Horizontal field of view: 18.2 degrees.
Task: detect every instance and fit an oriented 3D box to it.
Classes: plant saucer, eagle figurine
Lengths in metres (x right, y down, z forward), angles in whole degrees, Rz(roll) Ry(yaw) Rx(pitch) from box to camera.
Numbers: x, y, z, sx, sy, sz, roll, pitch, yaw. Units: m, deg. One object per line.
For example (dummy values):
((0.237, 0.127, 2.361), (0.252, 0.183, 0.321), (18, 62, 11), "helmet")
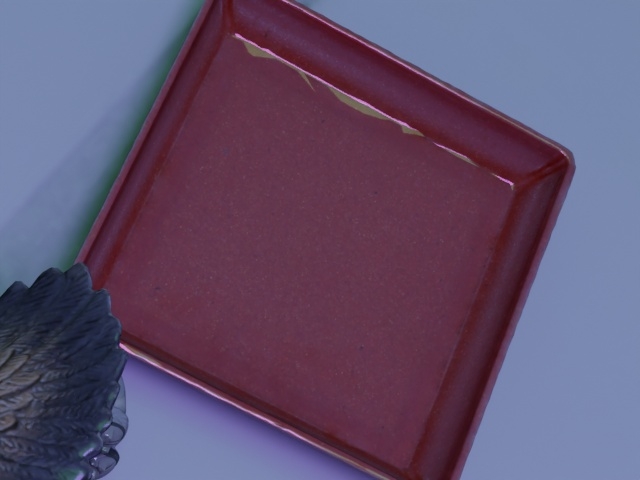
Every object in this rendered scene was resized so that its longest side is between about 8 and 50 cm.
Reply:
((0.000, 0.000, 1.215), (0.258, 0.048, 0.259), (28, 65, -8), "plant saucer")
((-0.257, 0.131, 0.979), (0.225, 0.298, 0.226), (32, 16, 36), "eagle figurine")

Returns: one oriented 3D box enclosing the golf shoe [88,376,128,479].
((-0.193, 0.078, 1.119), (0.176, 0.069, 0.086), (18, 42, -14), "golf shoe")
